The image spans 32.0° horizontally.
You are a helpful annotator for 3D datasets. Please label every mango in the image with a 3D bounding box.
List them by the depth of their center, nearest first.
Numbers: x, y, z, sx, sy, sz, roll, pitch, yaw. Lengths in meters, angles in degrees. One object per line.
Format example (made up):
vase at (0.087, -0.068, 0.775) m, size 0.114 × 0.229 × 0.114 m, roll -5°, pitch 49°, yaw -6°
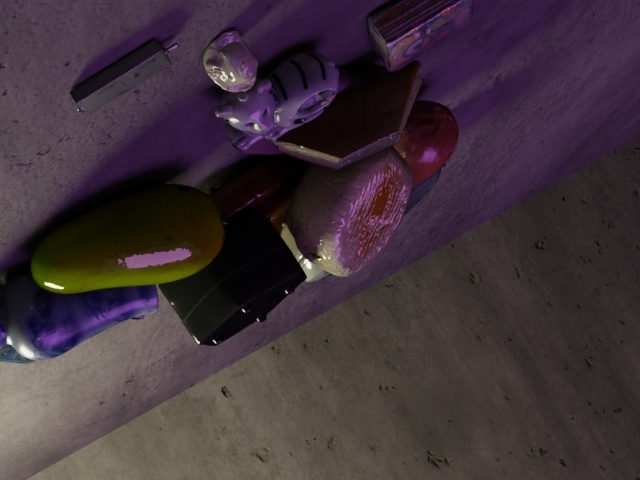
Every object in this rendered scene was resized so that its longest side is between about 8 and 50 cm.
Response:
mango at (-0.278, 0.003, 1.631) m, size 0.293 × 0.143 × 0.175 m, roll -16°, pitch 171°, yaw -20°

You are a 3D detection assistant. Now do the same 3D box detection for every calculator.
calculator at (-0.009, -0.195, 1.717) m, size 0.194 × 0.043 × 0.294 m, roll -40°, pitch 165°, yaw 36°

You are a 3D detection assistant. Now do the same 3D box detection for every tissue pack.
tissue pack at (0.144, -0.312, 1.580) m, size 0.148 × 0.060 × 0.108 m, roll -31°, pitch 170°, yaw -1°

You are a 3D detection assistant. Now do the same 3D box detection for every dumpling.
dumpling at (-0.108, -0.214, 1.357) m, size 0.057 × 0.052 × 0.076 m, roll -35°, pitch 167°, yaw -9°

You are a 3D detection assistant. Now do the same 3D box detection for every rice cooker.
rice cooker at (0.000, 0.000, 2.043) m, size 0.145 × 0.127 × 0.206 m, roll -35°, pitch 167°, yaw -8°

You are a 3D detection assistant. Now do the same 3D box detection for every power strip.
power strip at (-0.220, -0.188, 1.264) m, size 0.136 × 0.019 × 0.051 m, roll -32°, pitch 167°, yaw 1°

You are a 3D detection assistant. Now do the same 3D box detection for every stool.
stool at (-0.141, 0.067, 1.831) m, size 0.232 × 0.141 × 0.232 m, roll -35°, pitch 169°, yaw -8°

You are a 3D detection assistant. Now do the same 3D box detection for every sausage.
sausage at (0.146, -0.162, 2.012) m, size 0.148 × 0.148 × 0.254 m, roll -19°, pitch 163°, yaw -48°

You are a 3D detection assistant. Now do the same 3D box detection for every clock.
clock at (-0.056, -0.197, 1.498) m, size 0.176 × 0.080 × 0.117 m, roll -30°, pitch 168°, yaw -1°

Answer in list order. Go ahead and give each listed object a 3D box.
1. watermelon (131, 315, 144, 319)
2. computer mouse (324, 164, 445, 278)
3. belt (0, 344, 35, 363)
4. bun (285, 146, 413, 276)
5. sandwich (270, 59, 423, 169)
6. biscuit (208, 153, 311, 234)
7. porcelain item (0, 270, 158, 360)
watermelon at (-0.337, 0.057, 1.805) m, size 0.094 × 0.081 × 0.180 m, roll -14°, pitch 133°, yaw 9°
computer mouse at (0.090, -0.069, 2.319) m, size 0.374 × 0.114 × 0.203 m, roll -41°, pitch 165°, yaw 5°
belt at (-0.533, 0.164, 1.747) m, size 0.072 × 0.087 × 0.302 m, roll -34°, pitch 169°, yaw 26°
bun at (0.039, -0.062, 1.847) m, size 0.244 × 0.153 × 0.244 m, roll -32°, pitch 137°, yaw -35°
sandwich at (0.055, -0.172, 1.676) m, size 0.258 × 0.096 × 0.094 m, roll -26°, pitch 170°, yaw -3°
biscuit at (-0.124, -0.049, 1.966) m, size 0.350 × 0.070 × 0.394 m, roll -33°, pitch 169°, yaw -16°
porcelain item at (-0.382, 0.100, 1.700) m, size 0.259 × 0.141 × 0.141 m, roll -16°, pitch 163°, yaw -21°
